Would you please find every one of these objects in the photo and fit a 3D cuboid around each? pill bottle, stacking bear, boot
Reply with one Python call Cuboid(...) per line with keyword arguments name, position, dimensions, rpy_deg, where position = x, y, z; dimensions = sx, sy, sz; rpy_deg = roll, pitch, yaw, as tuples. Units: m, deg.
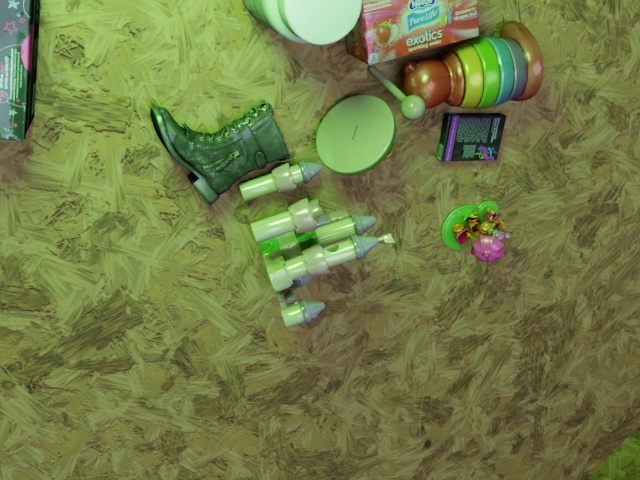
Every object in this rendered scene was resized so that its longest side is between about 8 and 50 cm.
Cuboid(name="pill bottle", position=(-0.039, -0.443, 1.149), dimensions=(0.160, 0.283, 0.160), rpy_deg=(-9, 119, -17))
Cuboid(name="stacking bear", position=(0.319, -0.362, 1.415), dimensions=(0.288, 0.164, 0.176), rpy_deg=(-13, 120, -9))
Cuboid(name="boot", position=(-0.200, -0.220, 1.335), dimensions=(0.229, 0.091, 0.263), rpy_deg=(-37, 127, -6))

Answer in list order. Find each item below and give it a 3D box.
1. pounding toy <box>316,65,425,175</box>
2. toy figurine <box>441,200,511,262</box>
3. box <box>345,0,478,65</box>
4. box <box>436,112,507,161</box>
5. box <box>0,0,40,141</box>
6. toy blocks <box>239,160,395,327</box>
Cuboid(name="pounding toy", position=(0.111, -0.233, 1.410), dimensions=(0.237, 0.183, 0.110), rpy_deg=(-49, 148, 4))
Cuboid(name="toy figurine", position=(0.419, -0.012, 1.630), dimensions=(0.173, 0.159, 0.130), rpy_deg=(-31, 123, -4))
Cuboid(name="box", position=(0.183, -0.461, 1.322), dimensions=(0.256, 0.123, 0.128), rpy_deg=(-18, 120, -12))
Cuboid(name="box", position=(0.366, -0.250, 1.562), dimensions=(0.162, 0.029, 0.116), rpy_deg=(-3, 118, -18))
Cuboid(name="box", position=(-0.560, -0.315, 1.087), dimensions=(0.142, 0.163, 0.247), rpy_deg=(6, 114, -20))
Cuboid(name="toy blocks", position=(0.000, 0.000, 1.396), dimensions=(0.260, 0.289, 0.309), rpy_deg=(-19, 119, -5))
